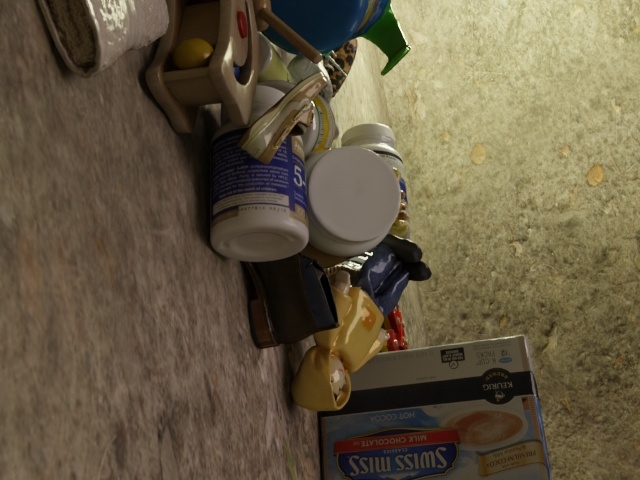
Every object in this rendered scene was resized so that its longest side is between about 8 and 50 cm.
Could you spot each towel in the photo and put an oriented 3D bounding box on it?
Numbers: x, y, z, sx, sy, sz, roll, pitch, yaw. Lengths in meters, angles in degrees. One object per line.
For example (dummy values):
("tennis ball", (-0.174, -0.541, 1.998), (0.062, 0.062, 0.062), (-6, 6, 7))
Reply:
("towel", (-0.195, -0.288, 0.600), (0.187, 0.049, 0.282), (-73, 151, -63))

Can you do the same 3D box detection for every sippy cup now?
("sippy cup", (-0.007, -0.376, 1.087), (0.224, 0.306, 0.239), (-76, 175, -60))

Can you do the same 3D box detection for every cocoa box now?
("cocoa box", (0.190, 0.315, 1.242), (0.231, 0.347, 0.227), (56, 28, -61))

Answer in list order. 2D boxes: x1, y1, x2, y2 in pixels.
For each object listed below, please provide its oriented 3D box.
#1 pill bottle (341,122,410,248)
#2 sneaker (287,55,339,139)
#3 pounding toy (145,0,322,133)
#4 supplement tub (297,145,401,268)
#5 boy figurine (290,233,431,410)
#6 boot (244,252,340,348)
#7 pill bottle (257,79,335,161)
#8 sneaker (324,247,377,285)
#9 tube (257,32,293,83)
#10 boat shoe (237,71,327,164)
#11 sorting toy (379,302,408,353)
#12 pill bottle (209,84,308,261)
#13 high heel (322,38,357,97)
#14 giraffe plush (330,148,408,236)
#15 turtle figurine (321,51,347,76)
("pill bottle", (0.117, -0.124, 1.696), (0.153, 0.153, 0.264), (58, 26, -62))
("sneaker", (-0.025, -0.270, 1.337), (0.232, 0.091, 0.115), (77, 2, -66))
("pounding toy", (-0.087, -0.241, 0.809), (0.269, 0.155, 0.154), (-87, 167, -45))
("supplement tub", (0.016, -0.042, 1.016), (0.200, 0.145, 0.144), (149, -66, -72))
("boy figurine", (0.050, 0.118, 1.091), (0.285, 0.092, 0.177), (-54, 138, -27))
("boot", (-0.041, 0.023, 0.951), (0.082, 0.106, 0.219), (-15, 96, -78))
("pill bottle", (-0.043, -0.161, 1.055), (0.208, 0.118, 0.117), (-33, 113, -77))
("sneaker", (0.008, 0.061, 1.212), (0.282, 0.153, 0.099), (-14, 112, -47))
("tube", (-0.074, -0.252, 1.124), (0.240, 0.062, 0.070), (8, 93, -80))
("boat shoe", (-0.033, -0.132, 0.817), (0.045, 0.135, 0.050), (46, -25, -7))
("sorting toy", (0.148, 0.243, 1.729), (0.257, 0.090, 0.255), (-87, 164, -45))
("pill bottle", (-0.073, -0.079, 0.867), (0.112, 0.112, 0.186), (56, 28, -64))
("high heel", (-0.019, -0.419, 1.455), (0.093, 0.186, 0.261), (28, -69, 62))
("giraffe plush", (0.082, -0.080, 1.450), (0.181, 0.171, 0.210), (67, 18, -50))
("turtle figurine", (-0.015, -0.404, 1.305), (0.234, 0.118, 0.175), (51, -6, -35))
